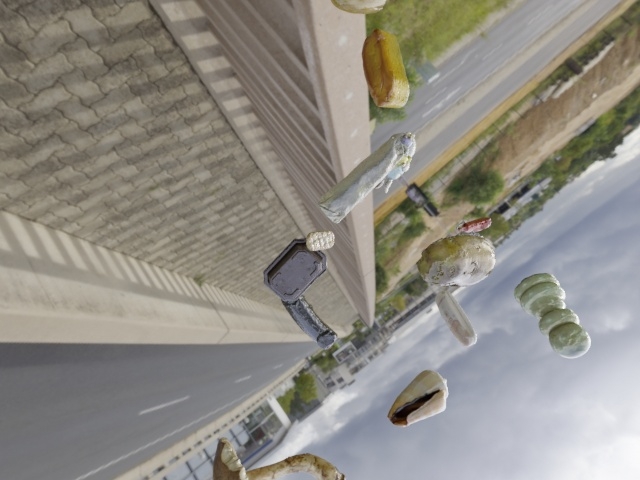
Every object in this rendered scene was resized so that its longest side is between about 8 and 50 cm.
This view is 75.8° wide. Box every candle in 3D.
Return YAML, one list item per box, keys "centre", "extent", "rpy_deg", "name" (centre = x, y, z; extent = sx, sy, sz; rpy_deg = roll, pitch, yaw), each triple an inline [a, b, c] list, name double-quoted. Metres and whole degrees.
- centre: [0.579, -0.058, 1.549]
  extent: [0.162, 0.053, 0.048]
  rpy_deg: [-14, 150, -23]
  name: "candle"

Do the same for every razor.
- centre: [-0.057, 0.357, 1.897]
  extent: [0.107, 0.326, 0.189]
  rpy_deg: [-41, 180, -3]
  name: "razor"

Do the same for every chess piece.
- centre: [0.671, 0.220, 1.177]
  extent: [0.133, 0.243, 0.133]
  rpy_deg: [-3, 129, -4]
  name: "chess piece"

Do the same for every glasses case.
- centre: [0.462, 0.266, 1.408]
  extent: [0.051, 0.204, 0.081]
  rpy_deg: [-16, 151, -20]
  name: "glasses case"

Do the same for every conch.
- centre: [0.349, 0.563, 1.425]
  extent: [0.255, 0.127, 0.158]
  rpy_deg: [-33, -150, -12]
  name: "conch"

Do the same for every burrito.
- centre: [0.111, -0.163, 1.075]
  extent: [0.275, 0.082, 0.059]
  rpy_deg: [-44, -169, 8]
  name: "burrito"

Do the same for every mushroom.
- centre: [-0.134, 0.597, 1.045]
  extent: [0.302, 0.233, 0.207]
  rpy_deg: [11, 123, -39]
  name: "mushroom"

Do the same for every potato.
- centre: [0.094, -0.778, 1.248]
  extent: [0.158, 0.178, 0.203]
  rpy_deg: [-33, 161, -12]
  name: "potato"
- centre: [0.335, 0.061, 0.982]
  extent: [0.201, 0.081, 0.164]
  rpy_deg: [-1, 133, -25]
  name: "potato"

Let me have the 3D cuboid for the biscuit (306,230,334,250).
- centre: [0.000, 0.000, 1.537]
  extent: [0.147, 0.071, 0.018]
  rpy_deg: [-7, -170, -43]
  name: "biscuit"

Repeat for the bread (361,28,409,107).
- centre: [0.181, -0.485, 1.159]
  extent: [0.095, 0.245, 0.102]
  rpy_deg: [1, 159, -24]
  name: "bread"

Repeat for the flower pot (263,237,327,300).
- centre: [-0.096, 0.122, 1.577]
  extent: [0.251, 0.179, 0.084]
  rpy_deg: [-47, -170, 6]
  name: "flower pot"

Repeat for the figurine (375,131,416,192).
- centre: [0.315, -0.324, 1.723]
  extent: [0.235, 0.127, 0.155]
  rpy_deg: [-68, -161, -9]
  name: "figurine"
